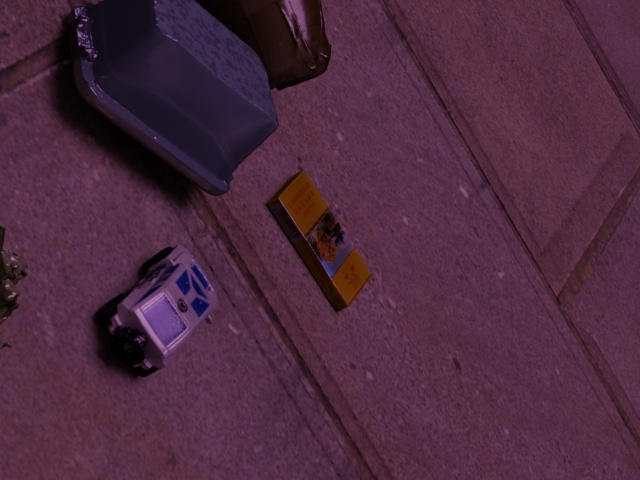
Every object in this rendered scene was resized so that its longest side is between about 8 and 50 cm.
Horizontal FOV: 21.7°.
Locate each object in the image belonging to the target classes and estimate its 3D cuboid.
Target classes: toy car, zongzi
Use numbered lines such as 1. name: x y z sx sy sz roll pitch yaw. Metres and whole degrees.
1. toy car: -0.153 0.067 1.639 0.080 0.070 0.170 57 30 -11
2. zongzi: -0.063 -0.329 2.029 0.273 0.145 0.300 65 17 -9

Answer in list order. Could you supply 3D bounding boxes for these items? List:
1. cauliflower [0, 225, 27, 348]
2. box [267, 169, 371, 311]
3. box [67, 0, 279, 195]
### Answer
1. cauliflower: -0.326 0.044 1.221 0.272 0.250 0.275 46 39 -23
2. box: 0.000 0.000 1.970 0.155 0.023 0.087 57 28 -12
3. box: -0.154 -0.166 1.756 0.227 0.130 0.162 39 23 -36
